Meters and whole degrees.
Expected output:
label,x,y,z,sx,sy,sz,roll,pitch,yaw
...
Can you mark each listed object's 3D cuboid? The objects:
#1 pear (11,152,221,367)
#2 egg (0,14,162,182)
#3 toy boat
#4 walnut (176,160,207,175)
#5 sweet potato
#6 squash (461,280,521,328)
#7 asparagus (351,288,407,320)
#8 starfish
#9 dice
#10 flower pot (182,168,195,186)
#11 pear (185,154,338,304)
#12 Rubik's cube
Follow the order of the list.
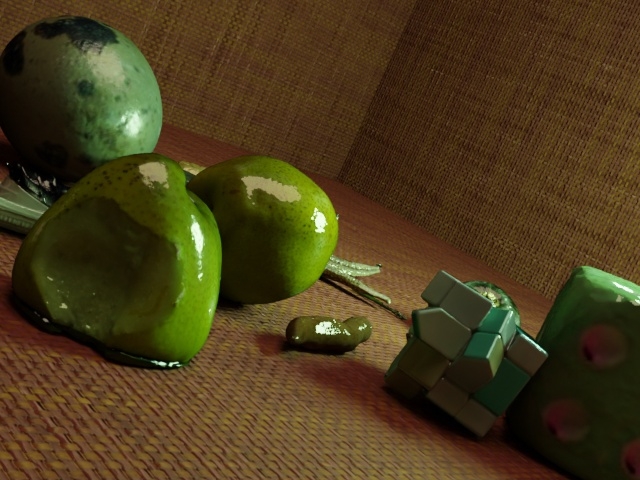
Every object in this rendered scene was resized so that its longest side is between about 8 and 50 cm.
label,x,y,z,sx,sy,sz,roll,pitch,yaw
pear,-0.248,0.015,1.210,0.292,0.292,0.159,24,0,-1
egg,-0.519,-0.296,1.969,0.345,0.345,0.428,15,29,-44
toy boat,-0.430,-0.060,1.524,0.269,0.140,0.141,4,17,-25
walnut,-0.305,-0.112,2.118,0.180,0.144,0.144,13,12,-14
sweet potato,0.003,0.162,1.574,0.281,0.059,0.067,8,40,-56
squash,0.360,0.180,2.056,0.193,0.156,0.193,-4,23,2
asparagus,0.137,0.147,2.140,0.166,0.016,0.013,28,-24,30
starfish,-0.006,0.010,2.208,0.384,0.132,0.398,26,-4,-8
dice,0.532,0.249,1.607,0.330,0.322,0.318,25,9,11
flower pot,-0.308,-0.072,1.838,0.235,0.148,0.235,23,8,-3
pear,-0.109,-0.016,1.632,0.294,0.294,0.294,24,9,-4
Rubik's cube,0.228,0.188,1.523,0.213,0.224,0.265,38,4,-2
